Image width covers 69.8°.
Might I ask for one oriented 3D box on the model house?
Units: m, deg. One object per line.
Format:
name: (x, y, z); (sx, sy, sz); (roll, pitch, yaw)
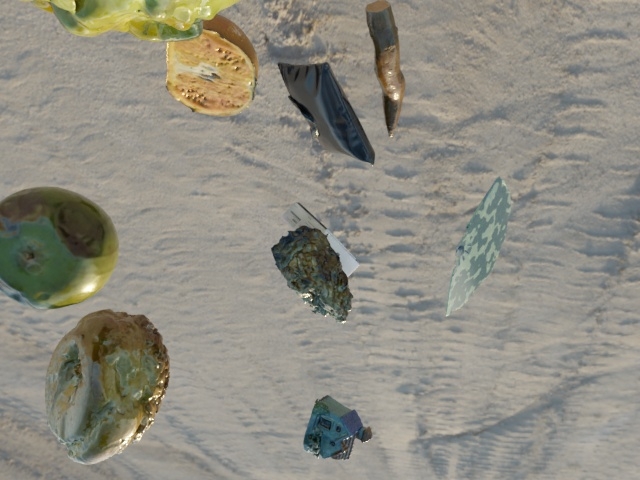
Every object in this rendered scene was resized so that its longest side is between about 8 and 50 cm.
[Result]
model house: (0.049, 0.483, 1.146); (0.149, 0.148, 0.119); (16, -178, 24)

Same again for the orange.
orange: (-0.305, -0.479, 1.294); (0.274, 0.274, 0.310); (13, 125, -2)

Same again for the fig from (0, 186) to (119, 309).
fig: (-0.522, 0.010, 0.919); (0.239, 0.271, 0.239); (-1, 99, -5)

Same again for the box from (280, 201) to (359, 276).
box: (0.000, 0.000, 0.918); (0.051, 0.130, 0.129); (-45, 131, 0)

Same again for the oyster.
oyster: (-0.006, 0.060, 0.763); (0.105, 0.177, 0.056); (-22, 180, -22)

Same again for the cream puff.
cream puff: (-0.490, 0.337, 1.096); (0.231, 0.343, 0.327); (16, 116, -49)

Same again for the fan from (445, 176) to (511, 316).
fan: (0.254, 0.015, 0.737); (0.131, 0.009, 0.240); (3, 110, -38)

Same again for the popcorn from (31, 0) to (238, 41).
popcorn: (-0.201, -0.333, 0.452); (0.335, 0.279, 0.274); (1, 134, 50)

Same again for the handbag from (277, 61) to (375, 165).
handbag: (0.010, -0.288, 1.033); (0.211, 0.089, 0.254); (33, 161, 52)

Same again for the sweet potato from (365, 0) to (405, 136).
sweet potato: (0.145, -0.347, 0.957); (0.059, 0.067, 0.281); (-12, 140, 10)
